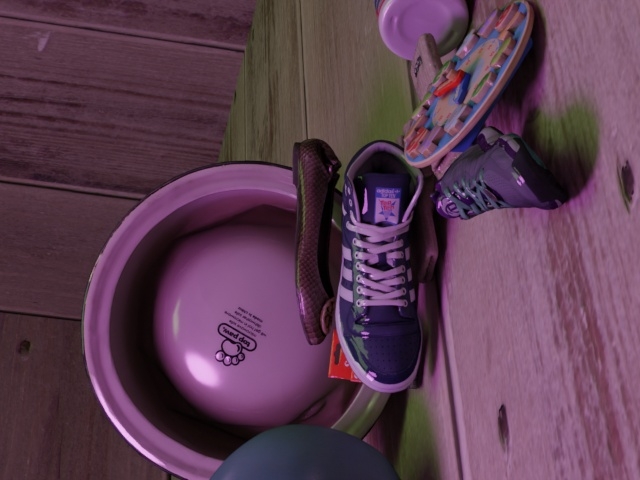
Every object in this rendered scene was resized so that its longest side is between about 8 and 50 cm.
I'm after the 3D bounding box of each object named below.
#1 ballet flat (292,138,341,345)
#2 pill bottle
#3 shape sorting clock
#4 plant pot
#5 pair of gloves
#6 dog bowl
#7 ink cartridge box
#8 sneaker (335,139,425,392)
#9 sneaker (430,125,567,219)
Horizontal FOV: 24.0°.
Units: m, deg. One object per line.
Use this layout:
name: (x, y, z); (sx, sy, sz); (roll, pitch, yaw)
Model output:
ballet flat: (0.000, 0.000, 1.802); (0.084, 0.058, 0.249); (57, -149, -78)
pill bottle: (0.115, -0.306, 1.822); (0.180, 0.108, 0.108); (-96, 17, -52)
shape sorting clock: (0.150, -0.164, 1.559); (0.206, 0.040, 0.206); (-54, 15, 23)
plant pot: (-0.023, 0.350, 1.678); (0.293, 0.293, 0.235); (110, 177, -49)
pair of gloves: (0.131, -0.092, 1.757); (0.240, 0.042, 0.204); (100, 165, -48)
dog bowl: (-0.088, 0.109, 1.916); (0.150, 0.408, 0.408); (31, -114, -82)
ink cartridge box: (0.061, 0.139, 1.792); (0.029, 0.115, 0.062); (16, -100, -68)
sneaker: (0.071, 0.021, 1.717); (0.153, 0.099, 0.282); (101, 167, -62)
sneaker: (0.159, -0.044, 1.400); (0.098, 0.083, 0.223); (-40, 7, 3)
